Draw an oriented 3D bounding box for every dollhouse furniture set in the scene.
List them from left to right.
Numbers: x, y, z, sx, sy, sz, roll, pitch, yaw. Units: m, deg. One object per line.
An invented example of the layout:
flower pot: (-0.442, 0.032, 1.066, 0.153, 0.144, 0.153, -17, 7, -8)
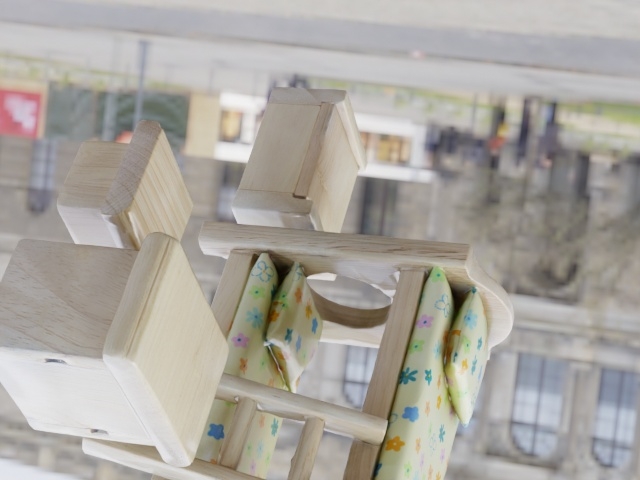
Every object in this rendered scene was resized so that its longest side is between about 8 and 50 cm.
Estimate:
dollhouse furniture set: (0.000, 0.000, 0.476, 0.101, 0.182, 0.161, 5, 146, 18)
